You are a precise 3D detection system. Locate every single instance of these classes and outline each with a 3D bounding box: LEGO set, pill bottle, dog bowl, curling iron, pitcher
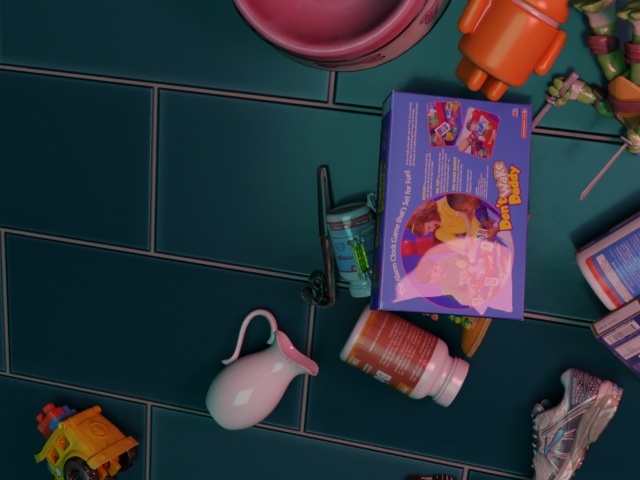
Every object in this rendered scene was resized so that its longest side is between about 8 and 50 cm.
[{"bbox_3d":[0.142,0.052,1.367,0.132,0.107,0.287,-35,84,45],"label":"LEGO set"},{"bbox_3d":[0.542,0.012,1.318,0.221,0.124,0.124,-35,96,22],"label":"pill bottle"},{"bbox_3d":[0.154,0.213,1.475,0.216,0.121,0.121,28,111,5],"label":"pill bottle"},{"bbox_3d":[0.067,0.017,1.456,0.087,0.087,0.160,-12,103,17],"label":"pill bottle"},{"bbox_3d":[0.018,-0.470,1.290,0.408,0.150,0.407,4,107,13],"label":"dog bowl"},{"bbox_3d":[0.000,0.000,1.495,0.068,0.035,0.274,5,108,12],"label":"curling iron"},{"bbox_3d":[-0.135,0.252,1.570,0.207,0.125,0.177,-41,73,11],"label":"pitcher"}]

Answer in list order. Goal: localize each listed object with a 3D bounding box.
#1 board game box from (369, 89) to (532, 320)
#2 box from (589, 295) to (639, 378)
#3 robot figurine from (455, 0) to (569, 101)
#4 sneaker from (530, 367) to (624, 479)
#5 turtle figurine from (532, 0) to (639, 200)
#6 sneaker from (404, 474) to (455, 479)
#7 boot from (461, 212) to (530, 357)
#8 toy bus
[{"bbox_3d":[0.210,-0.053,1.298,0.233,0.078,0.347,5,84,-7],"label":"board game box"},{"bbox_3d":[0.565,0.164,1.364,0.136,0.036,0.225,-36,130,21],"label":"box"},{"bbox_3d":[0.305,-0.331,1.274,0.158,0.128,0.219,35,112,10],"label":"robot figurine"},{"bbox_3d":[0.434,0.354,1.475,0.122,0.110,0.283,33,110,22],"label":"sneaker"},{"bbox_3d":[0.425,-0.220,1.221,0.275,0.198,0.266,-9,120,11],"label":"turtle figurine"},{"bbox_3d":[0.221,0.488,1.590,0.109,0.040,0.043,-2,122,18],"label":"sneaker"},{"bbox_3d":[0.226,0.042,1.428,0.211,0.104,0.295,19,106,14],"label":"boot"},{"bbox_3d":[-0.530,0.454,1.714,0.211,0.149,0.220,43,114,13],"label":"toy bus"}]
